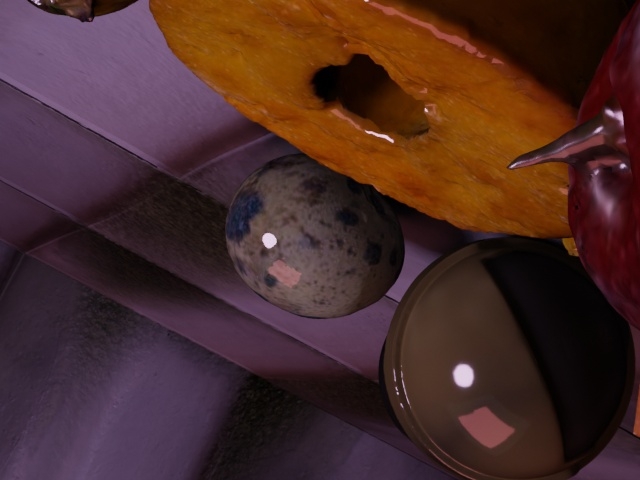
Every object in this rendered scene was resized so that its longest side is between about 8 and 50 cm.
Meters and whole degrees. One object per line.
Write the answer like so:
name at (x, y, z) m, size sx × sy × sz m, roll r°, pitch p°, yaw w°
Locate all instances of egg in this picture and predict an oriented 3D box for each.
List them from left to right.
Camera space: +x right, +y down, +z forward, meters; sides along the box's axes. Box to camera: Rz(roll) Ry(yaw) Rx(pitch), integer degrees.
egg at (0.000, 0.000, 1.201) m, size 0.141 × 0.141 × 0.181 m, roll 9°, pitch 166°, yaw 47°

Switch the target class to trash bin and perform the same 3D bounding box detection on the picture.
trash bin at (0.158, 0.111, 1.202) m, size 0.214 × 0.214 × 0.334 m, roll 25°, pitch 171°, yaw 2°

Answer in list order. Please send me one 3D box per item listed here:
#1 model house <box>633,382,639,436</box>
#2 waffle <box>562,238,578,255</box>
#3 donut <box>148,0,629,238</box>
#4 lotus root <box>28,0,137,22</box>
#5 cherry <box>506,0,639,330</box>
model house at (0.254, 0.069, 0.801) m, size 0.219 × 0.136 × 0.207 m, roll 19°, pitch 160°, yaw 35°
waffle at (0.278, 0.002, 0.919) m, size 0.280 × 0.060 × 0.262 m, roll 28°, pitch 167°, yaw -6°
donut at (0.051, -0.114, 0.785) m, size 0.303 × 0.110 × 0.303 m, roll 26°, pitch 167°, yaw 7°
lotus root at (-0.191, -0.208, 0.914) m, size 0.183 × 0.078 × 0.203 m, roll 25°, pitch 164°, yaw -3°
cherry at (0.235, -0.036, 0.581) m, size 0.300 × 0.203 × 0.230 m, roll 1°, pitch 157°, yaw -3°
